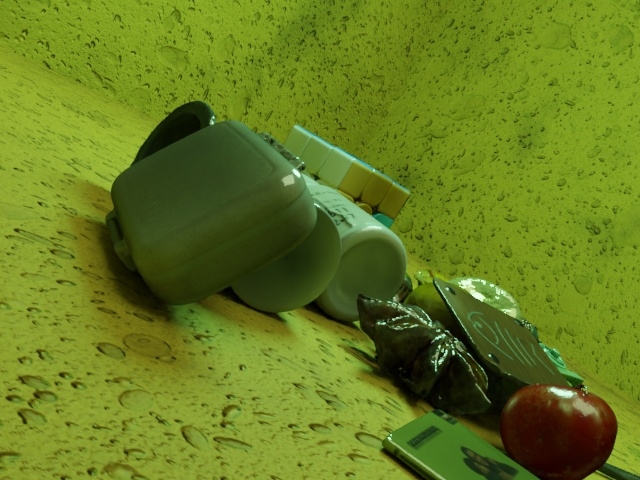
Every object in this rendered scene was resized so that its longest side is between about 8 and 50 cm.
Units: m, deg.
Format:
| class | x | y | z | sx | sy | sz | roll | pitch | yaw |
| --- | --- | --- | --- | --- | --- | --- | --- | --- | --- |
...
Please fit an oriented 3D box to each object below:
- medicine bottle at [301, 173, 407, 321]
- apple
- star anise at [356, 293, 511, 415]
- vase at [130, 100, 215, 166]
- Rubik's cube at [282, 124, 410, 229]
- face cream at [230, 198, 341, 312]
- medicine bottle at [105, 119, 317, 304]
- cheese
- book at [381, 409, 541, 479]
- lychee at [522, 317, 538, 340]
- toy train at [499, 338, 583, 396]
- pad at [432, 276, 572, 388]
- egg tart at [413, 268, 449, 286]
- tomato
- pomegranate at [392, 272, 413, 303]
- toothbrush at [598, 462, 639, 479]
| class | x | y | z | sx | sy | sz | roll | pitch | yaw |
| --- | --- | --- | --- | --- | --- | --- | --- | --- | --- |
| medicine bottle | 0.000 | 0.000 | 1.629 | 0.211 | 0.211 | 0.371 | 25 | 8 | -37 |
| apple | 0.250 | 0.170 | 1.632 | 0.155 | 0.182 | 0.182 | 26 | 8 | -12 |
| star anise | 0.191 | 0.207 | 1.360 | 0.332 | 0.117 | 0.331 | 34 | 14 | -10 |
| vase | -0.194 | -0.089 | 1.495 | 0.291 | 0.245 | 0.245 | 37 | 1 | -38 |
| Rubik's cube | 0.026 | -0.121 | 2.265 | 0.292 | 0.291 | 0.290 | 24 | 9 | -47 |
| face cream | -0.088 | -0.004 | 1.311 | 0.201 | 0.201 | 0.187 | 27 | 8 | -29 |
| medicine bottle | -0.166 | -0.054 | 1.120 | 0.123 | 0.282 | 0.375 | 67 | -10 | -28 |
| cheese | 0.349 | 0.187 | 1.809 | 0.226 | 0.214 | 0.117 | 31 | -39 | 42 |
| book | 0.259 | 0.342 | 0.994 | 0.352 | 0.035 | 0.239 | 34 | 10 | 22 |
| lychee | 0.481 | 0.264 | 2.034 | 0.171 | 0.171 | 0.171 | 30 | 7 | -4 |
| toy train | 0.478 | 0.319 | 1.672 | 0.369 | 0.150 | 0.237 | 22 | 19 | -50 |
| pad | 0.353 | 0.194 | 1.468 | 0.284 | 0.018 | 0.286 | 27 | 20 | -29 |
| egg tart | 0.395 | 0.192 | 2.321 | 0.295 | 0.116 | 0.295 | 29 | 9 | -5 |
| tomato | 0.383 | 0.310 | 1.225 | 0.187 | 0.151 | 0.187 | 9 | -33 | 6 |
| pomegranate | 0.159 | 0.117 | 1.810 | 0.138 | 0.125 | 0.163 | 41 | 1 | -31 |
| toothbrush | 0.547 | 0.441 | 1.519 | 0.297 | 0.030 | 0.030 | 27 | -2 | -21 |
